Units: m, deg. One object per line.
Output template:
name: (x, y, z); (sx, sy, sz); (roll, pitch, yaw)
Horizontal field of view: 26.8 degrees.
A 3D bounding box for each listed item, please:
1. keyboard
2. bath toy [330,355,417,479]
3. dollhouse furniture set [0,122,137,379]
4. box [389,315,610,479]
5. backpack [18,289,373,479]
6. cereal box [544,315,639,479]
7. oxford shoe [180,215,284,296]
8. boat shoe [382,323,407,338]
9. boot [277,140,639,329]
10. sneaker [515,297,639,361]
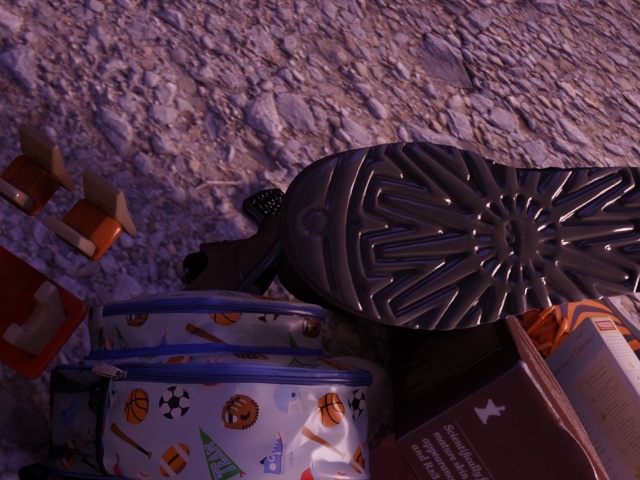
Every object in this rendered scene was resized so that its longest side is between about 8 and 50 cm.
keyboard: (0.000, 0.000, 1.613); (0.192, 0.038, 0.100); (47, 37, 13)
bath toy: (0.054, 0.271, 1.288); (0.151, 0.129, 0.348); (-20, 49, -5)
dollhouse furniture set: (-0.328, 0.023, 1.192); (0.259, 0.135, 0.262); (33, 74, 14)
box: (0.172, 0.180, 1.302); (0.191, 0.143, 0.381); (57, 5, -6)
backpack: (-0.082, 0.147, 1.173); (0.276, 0.263, 0.213); (-1, 93, -39)
cereal box: (0.321, 0.228, 1.507); (0.047, 0.173, 0.240); (1, 50, -38)
oxford shoe: (-0.095, 0.024, 1.476); (0.096, 0.083, 0.227); (30, 33, 5)
boat shoe: (0.132, 0.120, 1.547); (0.228, 0.081, 0.069); (45, 35, 6)
boot: (0.062, 0.002, 1.261); (0.367, 0.445, 0.146); (4, 88, -23)
sneaker: (0.310, 0.132, 1.644); (0.321, 0.124, 0.180); (35, 35, -2)
